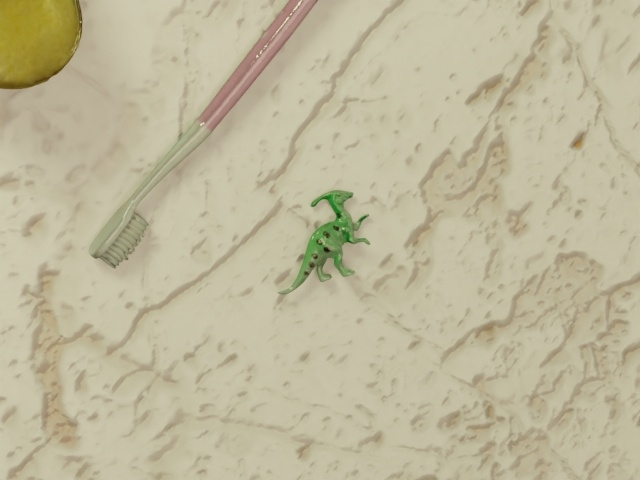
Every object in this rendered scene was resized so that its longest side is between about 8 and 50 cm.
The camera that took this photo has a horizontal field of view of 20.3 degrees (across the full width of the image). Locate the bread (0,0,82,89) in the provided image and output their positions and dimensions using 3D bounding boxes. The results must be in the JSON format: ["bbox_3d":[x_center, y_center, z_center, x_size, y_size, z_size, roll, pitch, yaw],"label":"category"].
[{"bbox_3d":[-0.234,-0.214,1.143,0.102,0.094,0.246,-32,113,-26],"label":"bread"}]

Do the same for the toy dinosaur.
[{"bbox_3d":[0.000,0.000,1.297,0.083,0.021,0.062,-21,101,-13],"label":"toy dinosaur"}]

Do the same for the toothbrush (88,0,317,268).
[{"bbox_3d":[-0.067,-0.097,1.256,0.025,0.020,0.286,37,93,-28],"label":"toothbrush"}]
